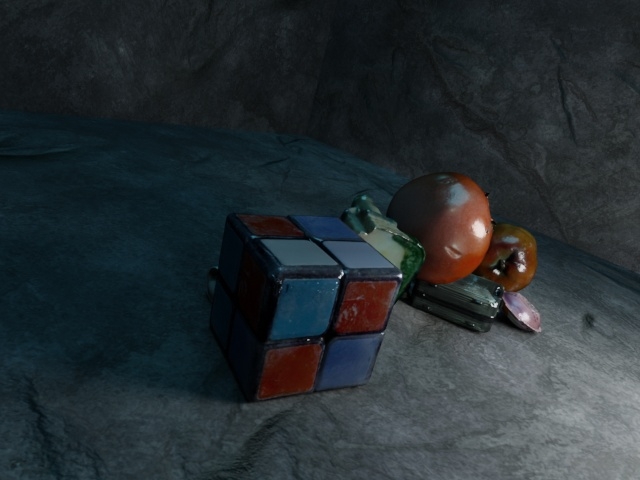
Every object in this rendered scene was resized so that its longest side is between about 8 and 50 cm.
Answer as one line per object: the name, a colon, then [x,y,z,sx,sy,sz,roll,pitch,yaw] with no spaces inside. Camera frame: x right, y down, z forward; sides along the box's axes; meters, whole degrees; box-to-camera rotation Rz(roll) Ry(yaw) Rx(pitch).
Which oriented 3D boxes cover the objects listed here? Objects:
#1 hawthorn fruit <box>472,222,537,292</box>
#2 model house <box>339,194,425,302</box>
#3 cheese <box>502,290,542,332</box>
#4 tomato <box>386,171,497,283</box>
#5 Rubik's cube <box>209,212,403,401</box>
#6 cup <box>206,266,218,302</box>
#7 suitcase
hawthorn fruit: [0.700,0.082,1.923,0.268,0.267,0.301,20,25,13]
model house: [0.111,0.034,1.474,0.243,0.298,0.284,18,25,-29]
cheese: [0.701,0.241,1.735,0.189,0.074,0.286,53,24,24]
tomato: [0.351,-0.032,1.517,0.273,0.341,0.341,-8,25,-11]
Rubik's cube: [-0.051,0.135,1.149,0.313,0.318,0.316,2,23,-29]
cup: [-0.232,0.136,1.369,0.133,0.136,0.099,-1,-9,-40]
suitcase: [0.441,0.176,1.663,0.312,0.128,0.202,20,22,20]
